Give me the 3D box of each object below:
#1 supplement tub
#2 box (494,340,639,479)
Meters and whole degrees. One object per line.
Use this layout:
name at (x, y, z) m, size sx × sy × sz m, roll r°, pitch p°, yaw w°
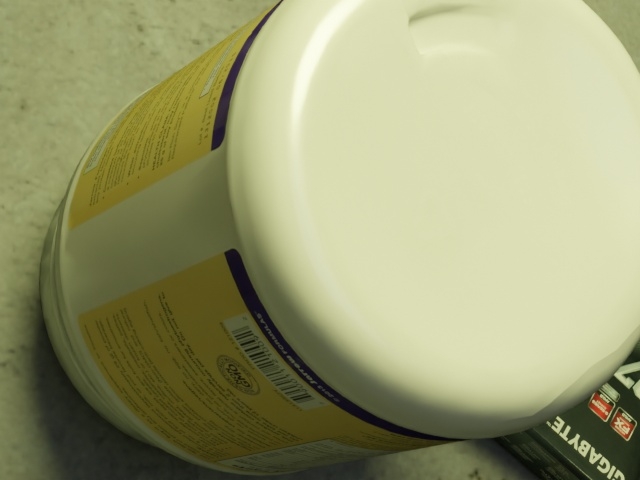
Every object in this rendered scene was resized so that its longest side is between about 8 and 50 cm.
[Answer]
supplement tub at (0.000, 0.000, 0.931) m, size 0.241 × 0.331 × 0.241 m, roll 6°, pitch 76°, yaw -28°
box at (0.157, 0.053, 1.169) m, size 0.220 × 0.051 × 0.175 m, roll 42°, pitch 62°, yaw -15°
